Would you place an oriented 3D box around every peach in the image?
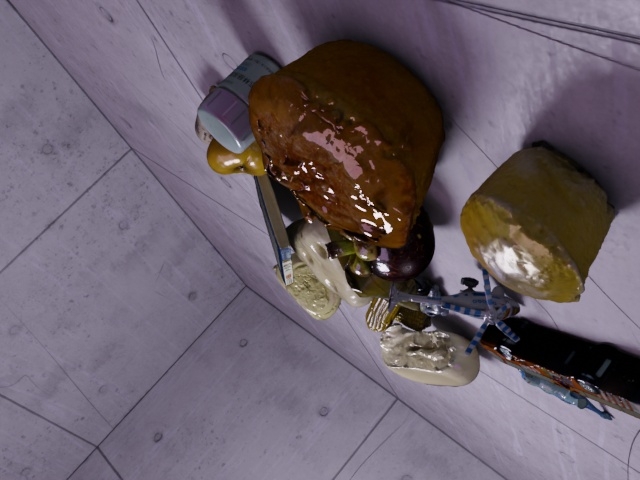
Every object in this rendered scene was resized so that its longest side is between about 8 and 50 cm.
[{"bbox_3d":[-0.198,-0.219,1.606,0.179,0.103,0.179,-3,170,0],"label":"peach"}]

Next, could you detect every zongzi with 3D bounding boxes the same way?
[{"bbox_3d":[0.133,0.034,1.513,0.289,0.123,0.260,26,-145,-56],"label":"zongzi"}]

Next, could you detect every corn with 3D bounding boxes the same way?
[{"bbox_3d":[0.215,0.186,1.828,0.238,0.080,0.080,34,164,34],"label":"corn"},{"bbox_3d":[0.184,0.166,1.728,0.080,0.080,0.231,38,136,17],"label":"corn"}]

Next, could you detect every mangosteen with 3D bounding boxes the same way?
[{"bbox_3d":[0.118,0.001,1.266,0.192,0.217,0.192,158,90,-87],"label":"mangosteen"}]

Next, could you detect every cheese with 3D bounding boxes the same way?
[{"bbox_3d":[0.300,0.315,1.734,0.265,0.127,0.233,-6,151,42],"label":"cheese"},{"bbox_3d":[0.000,0.000,1.760,0.328,0.129,0.351,36,161,40],"label":"cheese"}]

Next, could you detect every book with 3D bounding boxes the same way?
[{"bbox_3d":[-0.140,-0.051,1.872,0.428,0.039,0.300,95,157,-73],"label":"book"}]

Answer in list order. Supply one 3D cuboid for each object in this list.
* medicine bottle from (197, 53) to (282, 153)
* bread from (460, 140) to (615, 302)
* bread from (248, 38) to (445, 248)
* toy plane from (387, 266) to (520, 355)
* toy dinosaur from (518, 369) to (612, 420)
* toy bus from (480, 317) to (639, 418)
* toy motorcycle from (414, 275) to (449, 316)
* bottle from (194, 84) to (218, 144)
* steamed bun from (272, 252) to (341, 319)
[{"bbox_3d":[-0.146,-0.272,1.267,0.135,0.168,0.135,39,166,11],"label":"medicine bottle"},{"bbox_3d":[0.288,-0.018,0.846,0.197,0.170,0.197,38,163,13],"label":"bread"},{"bbox_3d":[0.050,-0.150,1.044,0.337,0.204,0.358,41,162,15],"label":"bread"},{"bbox_3d":[0.270,0.135,1.287,0.107,0.272,0.182,-93,-6,-73],"label":"toy plane"},{"bbox_3d":[0.514,0.305,1.395,0.329,0.076,0.144,29,170,10],"label":"toy dinosaur"},{"bbox_3d":[0.482,0.238,1.245,0.092,0.093,0.408,46,167,-25],"label":"toy bus"},{"bbox_3d":[0.270,0.144,1.597,0.124,0.061,0.193,34,164,20],"label":"toy motorcycle"},{"bbox_3d":[-0.265,-0.320,1.612,0.209,0.097,0.110,153,113,-73],"label":"bottle"},{"bbox_3d":[-0.033,0.141,2.200,0.273,0.166,0.232,46,179,6],"label":"steamed bun"}]
